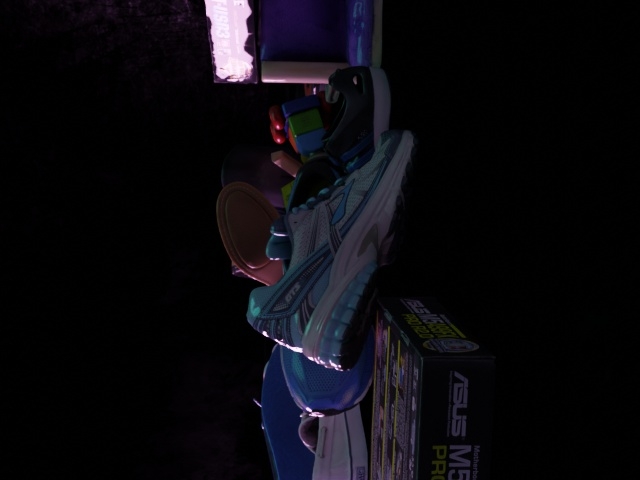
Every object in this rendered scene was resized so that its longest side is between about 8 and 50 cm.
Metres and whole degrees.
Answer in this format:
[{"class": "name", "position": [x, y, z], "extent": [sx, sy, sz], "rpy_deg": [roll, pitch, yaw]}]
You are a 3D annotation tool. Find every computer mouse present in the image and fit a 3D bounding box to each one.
[{"class": "computer mouse", "position": [-0.077, -0.129, 1.950], "extent": [0.272, 0.072, 0.189], "rpy_deg": [-11, -77, -54]}]

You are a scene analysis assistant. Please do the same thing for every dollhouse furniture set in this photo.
[{"class": "dollhouse furniture set", "position": [-0.060, -0.117, 1.901], "extent": [0.081, 0.114, 0.091], "rpy_deg": [-46, 25, 21]}]

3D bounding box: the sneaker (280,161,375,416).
[{"class": "sneaker", "position": [-0.006, 0.053, 1.275], "extent": [0.147, 0.129, 0.330], "rpy_deg": [55, -151, -62]}]

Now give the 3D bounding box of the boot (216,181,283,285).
[{"class": "boot", "position": [-0.070, 0.004, 1.765], "extent": [0.283, 0.109, 0.220], "rpy_deg": [50, -169, -12]}]

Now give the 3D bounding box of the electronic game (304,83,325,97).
[{"class": "electronic game", "position": [-0.013, -0.363, 1.910], "extent": [0.229, 0.048, 0.229], "rpy_deg": [-179, 90, -83]}]

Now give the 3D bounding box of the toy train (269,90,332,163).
[{"class": "toy train", "position": [-0.020, -0.155, 1.812], "extent": [0.248, 0.105, 0.143], "rpy_deg": [98, 154, -80]}]

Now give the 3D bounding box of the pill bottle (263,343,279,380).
[{"class": "pill bottle", "position": [-0.063, 0.290, 2.059], "extent": [0.103, 0.103, 0.184], "rpy_deg": [-97, 10, -52]}]

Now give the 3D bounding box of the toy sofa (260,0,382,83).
[{"class": "toy sofa", "position": [-0.001, -0.384, 1.322], "extent": [0.177, 0.150, 0.363], "rpy_deg": [-115, 27, -79]}]

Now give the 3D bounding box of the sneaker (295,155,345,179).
[{"class": "sneaker", "position": [0.000, 0.000, 1.474], "extent": [0.147, 0.104, 0.296], "rpy_deg": [90, -179, -47]}]

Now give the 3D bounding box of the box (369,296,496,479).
[{"class": "box", "position": [0.086, 0.199, 0.872], "extent": [0.216, 0.060, 0.270], "rpy_deg": [-123, 35, -80]}]

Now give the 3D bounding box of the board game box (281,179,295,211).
[{"class": "board game box", "position": [-0.021, -0.040, 1.781], "extent": [0.092, 0.043, 0.181], "rpy_deg": [56, -174, -19]}]

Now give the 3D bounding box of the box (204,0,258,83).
[{"class": "box", "position": [-0.115, -0.406, 1.362], "extent": [0.293, 0.073, 0.296], "rpy_deg": [93, 177, -67]}]

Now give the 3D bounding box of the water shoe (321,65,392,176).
[{"class": "water shoe", "position": [0.039, -0.107, 1.236], "extent": [0.073, 0.080, 0.203], "rpy_deg": [-115, 26, -77]}]

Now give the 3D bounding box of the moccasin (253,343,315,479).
[{"class": "moccasin", "position": [-0.044, 0.336, 1.731], "extent": [0.117, 0.137, 0.342], "rpy_deg": [94, 175, -70]}]

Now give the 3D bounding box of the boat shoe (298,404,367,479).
[{"class": "boat shoe", "position": [0.011, 0.257, 1.450], "extent": [0.258, 0.084, 0.095], "rpy_deg": [-107, 19, -70]}]

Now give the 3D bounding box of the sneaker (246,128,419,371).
[{"class": "sneaker", "position": [0.015, -0.015, 1.000], "extent": [0.110, 0.122, 0.283], "rpy_deg": [92, -162, -50]}]

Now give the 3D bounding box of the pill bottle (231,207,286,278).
[{"class": "pill bottle", "position": [-0.136, -0.030, 2.302], "extent": [0.123, 0.122, 0.219], "rpy_deg": [120, 151, -78]}]

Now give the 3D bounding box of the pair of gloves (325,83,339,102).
[{"class": "pair of gloves", "position": [0.028, -0.349, 1.564], "extent": [0.240, 0.042, 0.204], "rpy_deg": [99, 166, -65]}]
